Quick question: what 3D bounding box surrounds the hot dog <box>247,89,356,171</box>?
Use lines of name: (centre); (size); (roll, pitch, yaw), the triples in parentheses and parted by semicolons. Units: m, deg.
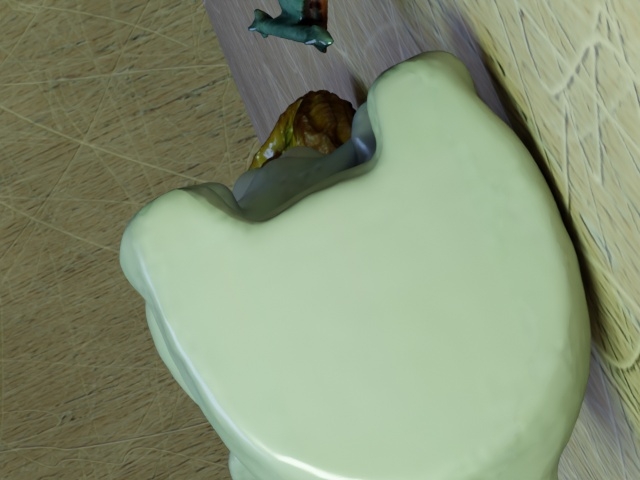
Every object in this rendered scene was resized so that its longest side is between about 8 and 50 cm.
hot dog: (0.000, 0.000, 1.384); (0.122, 0.196, 0.272); (21, -164, -16)

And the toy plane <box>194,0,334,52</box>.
toy plane: (-0.027, -0.175, 0.922); (0.326, 0.104, 0.223); (-123, 10, -69)

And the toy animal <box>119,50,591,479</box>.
toy animal: (0.029, 0.062, 0.963); (0.367, 0.196, 0.241); (137, 108, -84)
